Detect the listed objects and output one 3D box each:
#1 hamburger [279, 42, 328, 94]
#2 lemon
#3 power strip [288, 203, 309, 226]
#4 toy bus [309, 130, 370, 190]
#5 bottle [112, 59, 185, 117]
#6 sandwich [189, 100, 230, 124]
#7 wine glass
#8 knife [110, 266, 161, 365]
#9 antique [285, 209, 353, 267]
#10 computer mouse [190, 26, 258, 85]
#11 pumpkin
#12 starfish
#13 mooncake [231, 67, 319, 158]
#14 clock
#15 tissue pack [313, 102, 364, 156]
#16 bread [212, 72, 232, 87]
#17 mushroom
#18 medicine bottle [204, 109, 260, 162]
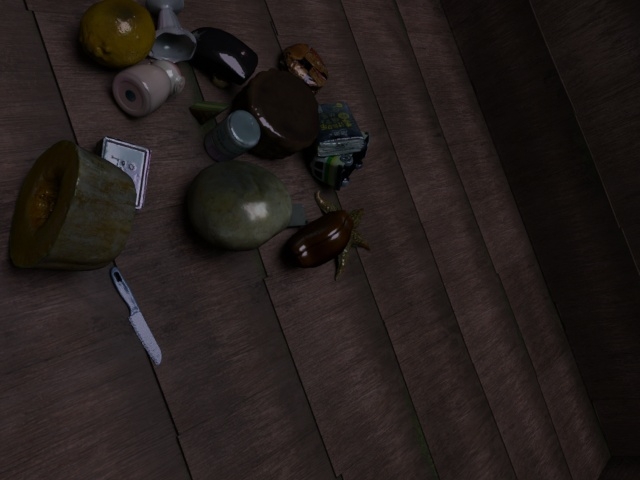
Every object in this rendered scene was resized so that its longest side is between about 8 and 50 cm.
[{"bbox_3d":[-0.065,-0.713,2.309,0.231,0.107,0.230,13,66,-31],"label":"hamburger"},{"bbox_3d":[-0.617,-0.631,1.691,0.204,0.204,0.260,51,48,-17],"label":"lemon"},{"bbox_3d":[-0.147,-0.118,2.038,0.216,0.061,0.145,-6,80,-45],"label":"power strip"},{"bbox_3d":[0.083,-0.344,2.258,0.165,0.133,0.276,23,47,14],"label":"toy bus"},{"bbox_3d":[-0.532,-0.500,1.770,0.147,0.148,0.236,53,39,-15],"label":"bottle"},{"bbox_3d":[-0.380,-0.460,1.908,0.074,0.116,0.074,56,46,-13],"label":"sandwich"},{"bbox_3d":[-0.511,-0.715,1.864,0.165,0.165,0.196,2,66,-43],"label":"wine glass"},{"bbox_3d":[-0.528,0.218,1.591,0.044,0.019,0.313,-30,97,-37],"label":"knife"},{"bbox_3d":[0.000,0.000,2.012,0.278,0.224,0.129,-41,109,-33],"label":"antique"},{"bbox_3d":[-0.352,-0.676,1.975,0.269,0.100,0.170,25,55,-10],"label":"computer mouse"},{"bbox_3d":[-0.622,-0.065,1.418,0.199,0.332,0.332,29,56,-47],"label":"pumpkin"},{"bbox_3d":[0.099,-0.014,2.226,0.347,0.078,0.357,13,66,-43],"label":"starfish"},{"bbox_3d":[-0.167,-0.458,2.059,0.324,0.187,0.323,16,63,-36],"label":"mooncake"},{"bbox_3d":[-0.586,-0.191,1.627,0.147,0.071,0.191,12,77,-40],"label":"clock"},{"bbox_3d":[0.048,-0.448,2.207,0.185,0.081,0.257,-9,48,-10],"label":"tissue pack"},{"bbox_3d":[-0.360,-0.610,2.031,0.072,0.053,0.105,3,69,-18],"label":"bread"},{"bbox_3d":[-0.256,-0.106,1.784,0.352,0.260,0.352,7,39,-6],"label":"mushroom"},{"bbox_3d":[-0.303,-0.352,1.903,0.135,0.168,0.135,16,66,-38],"label":"medicine bottle"}]
